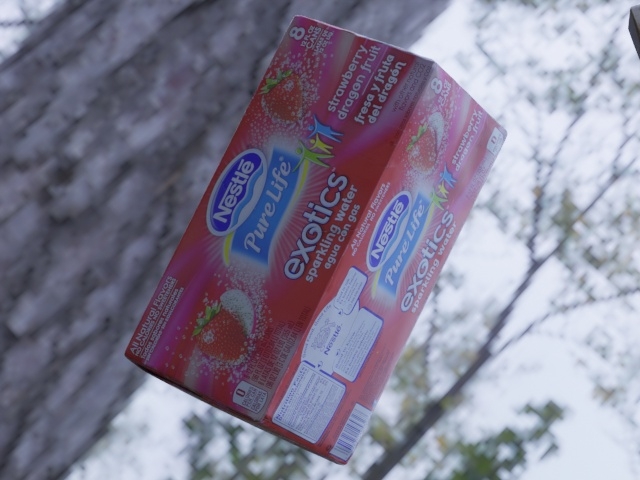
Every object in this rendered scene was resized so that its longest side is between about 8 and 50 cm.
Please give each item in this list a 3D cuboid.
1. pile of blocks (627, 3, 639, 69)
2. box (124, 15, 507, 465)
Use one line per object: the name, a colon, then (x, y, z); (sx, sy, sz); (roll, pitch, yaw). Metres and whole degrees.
pile of blocks: (0.305, -0.071, 0.790); (0.362, 0.149, 0.112); (7, -19, 8)
box: (0.000, 0.000, 1.302); (0.122, 0.257, 0.128); (23, -6, 32)
